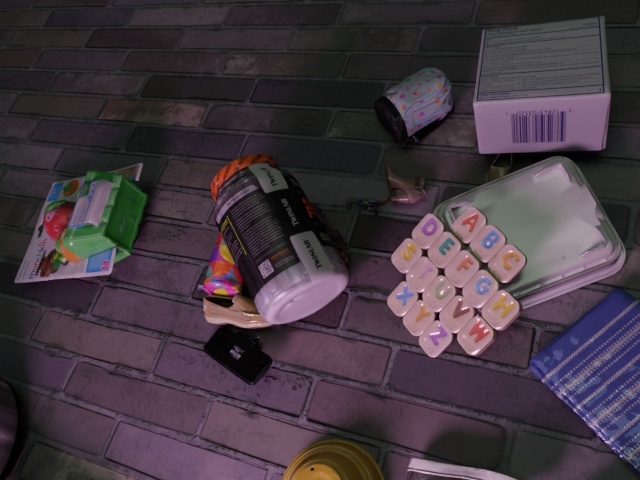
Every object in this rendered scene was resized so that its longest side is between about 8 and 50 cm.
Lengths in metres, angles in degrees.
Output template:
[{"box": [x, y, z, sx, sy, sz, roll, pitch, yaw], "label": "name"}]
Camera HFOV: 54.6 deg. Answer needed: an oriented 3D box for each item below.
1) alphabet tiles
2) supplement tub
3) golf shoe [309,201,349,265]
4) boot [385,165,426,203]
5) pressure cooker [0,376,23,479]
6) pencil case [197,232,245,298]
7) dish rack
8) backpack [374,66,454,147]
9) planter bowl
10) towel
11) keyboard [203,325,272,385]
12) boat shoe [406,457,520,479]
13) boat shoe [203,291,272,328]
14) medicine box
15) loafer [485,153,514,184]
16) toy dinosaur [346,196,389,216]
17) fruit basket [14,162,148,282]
[{"box": [0.262, 0.083, 1.240, 0.278, 0.021, 0.284, -50, 54, 19], "label": "alphabet tiles"}, {"box": [-0.099, -0.009, 1.342, 0.207, 0.207, 0.338, -30, 69, 2], "label": "supplement tub"}, {"box": [0.000, 0.000, 1.438, 0.186, 0.067, 0.086, 54, 126, 26], "label": "golf shoe"}, {"box": [0.200, -0.134, 1.451, 0.086, 0.042, 0.119, -10, 59, 7], "label": "boot"}, {"box": [-0.916, 0.399, 1.321, 0.369, 0.420, 0.376, -18, 57, 9], "label": "pressure cooker"}, {"box": [-0.213, 0.029, 1.471, 0.104, 0.104, 0.236, 2, 62, 21], "label": "pencil case"}, {"box": [0.413, -0.019, 1.261, 0.332, 0.072, 0.286, -22, 64, 7], "label": "dish rack"}, {"box": [0.235, -0.331, 1.504, 0.182, 0.115, 0.152, -29, 53, -1], "label": "backpack"}, {"box": [0.008, 0.468, 1.140, 0.217, 0.090, 0.217, -9, 58, 15], "label": "planter bowl"}, {"box": [0.571, 0.264, 1.090, 0.243, 0.040, 0.336, -38, 58, -6], "label": "towel"}, {"box": [-0.171, 0.247, 1.365, 0.192, 0.038, 0.100, 24, 67, 42], "label": "keyboard"}, {"box": [0.256, 0.435, 1.081, 0.219, 0.078, 0.070, -1, 60, 29], "label": "boat shoe"}, {"box": [-0.179, 0.151, 1.388, 0.189, 0.072, 0.068, -1, 25, 15], "label": "boat shoe"}, {"box": [0.486, -0.342, 1.368, 0.263, 0.149, 0.289, 1, 50, 20], "label": "medicine box"}, {"box": [0.393, -0.142, 1.374, 0.056, 0.050, 0.148, 8, 64, 24], "label": "loafer"}, {"box": [0.103, -0.085, 1.468, 0.090, 0.047, 0.082, -24, 38, -35], "label": "toy dinosaur"}, {"box": [-0.645, -0.051, 1.638, 0.352, 0.165, 0.327, -3, 61, 22], "label": "fruit basket"}]
